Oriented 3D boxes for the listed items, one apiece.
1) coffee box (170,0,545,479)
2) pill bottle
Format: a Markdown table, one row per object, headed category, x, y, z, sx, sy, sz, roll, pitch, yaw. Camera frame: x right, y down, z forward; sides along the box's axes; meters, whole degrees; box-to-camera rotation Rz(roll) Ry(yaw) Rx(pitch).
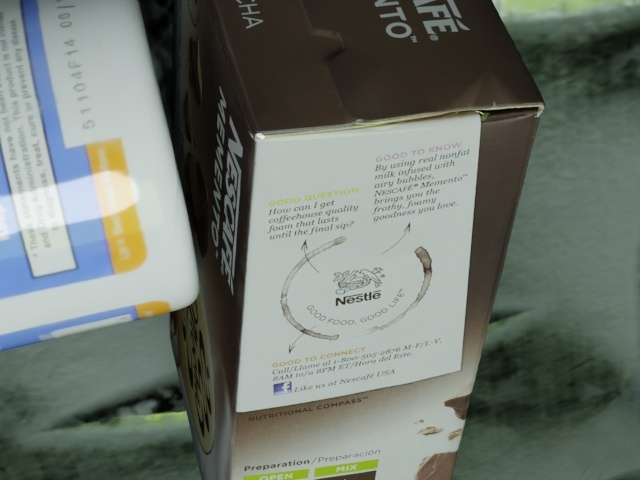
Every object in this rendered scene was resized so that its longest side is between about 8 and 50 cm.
| category | x | y | z | sx | sy | sz | roll | pitch | yaw |
| --- | --- | --- | --- | --- | --- | --- | --- | --- | --- |
| coffee box | 0.000 | 0.000 | 0.748 | 0.119 | 0.168 | 0.297 | -6 | 137 | -13 |
| pill bottle | -0.197 | -0.015 | 0.676 | 0.272 | 0.152 | 0.152 | -12 | 138 | -6 |
